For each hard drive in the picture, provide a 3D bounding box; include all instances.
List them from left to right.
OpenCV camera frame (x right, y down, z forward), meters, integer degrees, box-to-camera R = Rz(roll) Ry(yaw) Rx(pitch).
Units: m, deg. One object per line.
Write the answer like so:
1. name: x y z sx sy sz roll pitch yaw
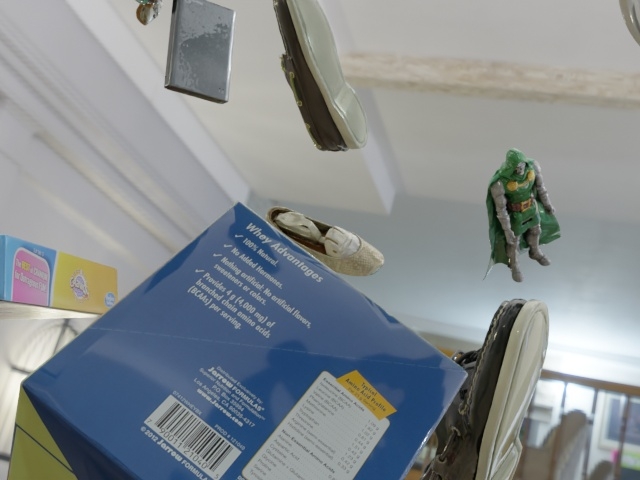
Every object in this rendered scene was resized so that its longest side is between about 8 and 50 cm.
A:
1. hard drive: -0.166 -0.267 1.168 0.094 0.135 0.022 10 -10 -36

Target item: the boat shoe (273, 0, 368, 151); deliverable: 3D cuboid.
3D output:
1. boat shoe: -0.013 -0.207 1.033 0.068 0.081 0.228 -7 -56 30

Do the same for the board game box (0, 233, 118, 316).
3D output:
1. board game box: -0.394 0.051 0.940 0.242 0.064 0.316 -2 -8 4

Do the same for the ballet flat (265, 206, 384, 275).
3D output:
1. ballet flat: 0.000 0.000 1.067 0.168 0.057 0.052 18 -30 21

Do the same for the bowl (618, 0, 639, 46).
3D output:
1. bowl: 0.459 -0.248 0.844 0.297 0.134 0.298 7 -43 7

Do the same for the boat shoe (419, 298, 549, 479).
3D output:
1. boat shoe: 0.164 0.181 0.914 0.113 0.127 0.340 25 -39 27

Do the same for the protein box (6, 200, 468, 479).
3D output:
1. protein box: -0.051 0.121 0.539 0.199 0.201 0.136 36 -45 8

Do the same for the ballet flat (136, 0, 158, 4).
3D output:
1. ballet flat: -0.247 -0.447 1.079 0.107 0.106 0.316 38 -18 29

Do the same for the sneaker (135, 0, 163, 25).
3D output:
1. sneaker: -0.249 -0.355 1.239 0.032 0.037 0.083 47 -33 2

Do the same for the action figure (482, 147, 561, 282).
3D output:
1. action figure: 0.274 -0.039 1.154 0.063 0.137 0.232 50 -12 42
